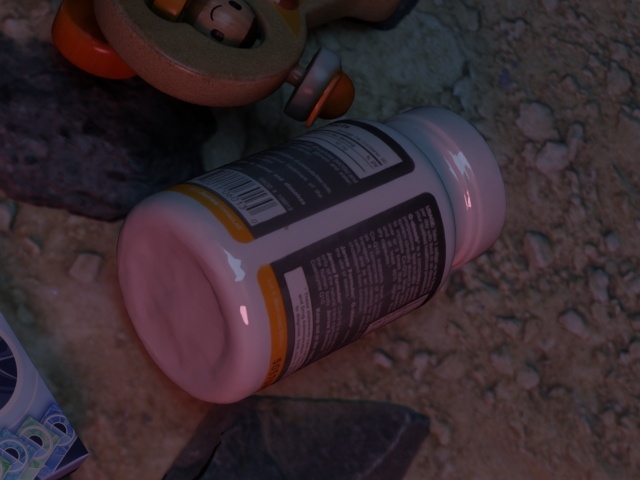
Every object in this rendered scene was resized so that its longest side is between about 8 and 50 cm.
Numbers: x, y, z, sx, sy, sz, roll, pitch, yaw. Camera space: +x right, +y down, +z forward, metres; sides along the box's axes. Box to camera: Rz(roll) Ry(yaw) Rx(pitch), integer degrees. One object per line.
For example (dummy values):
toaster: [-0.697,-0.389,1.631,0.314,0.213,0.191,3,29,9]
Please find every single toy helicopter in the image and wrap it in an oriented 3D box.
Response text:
toy helicopter: [-0.029,-0.186,1.201,0.235,0.140,0.355,43,37,17]

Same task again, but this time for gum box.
gum box: [-0.269,0.106,0.970,0.157,0.041,0.184,-26,79,-36]

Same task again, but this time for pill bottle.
pill bottle: [0.000,0.000,1.096,0.278,0.162,0.162,-24,76,-36]
